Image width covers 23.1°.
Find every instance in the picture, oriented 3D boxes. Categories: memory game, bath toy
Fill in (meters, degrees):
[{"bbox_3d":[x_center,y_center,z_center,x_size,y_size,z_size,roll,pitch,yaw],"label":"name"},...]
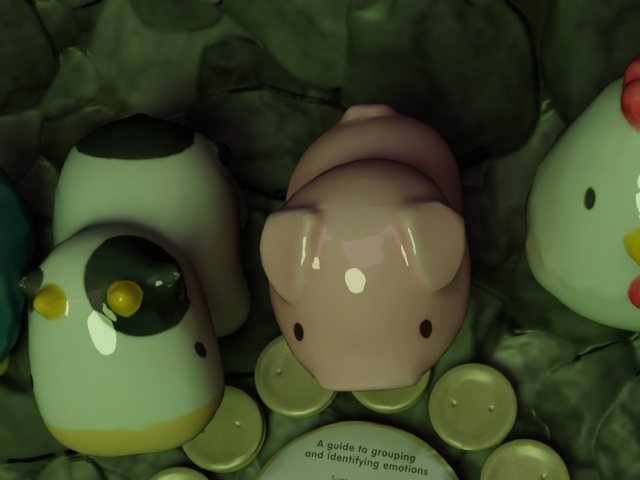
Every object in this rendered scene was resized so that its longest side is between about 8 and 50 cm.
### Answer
[{"bbox_3d":[0.013,0.124,0.636,0.186,0.012,0.186,-3,75,10],"label":"memory game"},{"bbox_3d":[0.000,0.000,0.603,0.348,0.129,0.151,-7,61,7],"label":"bath toy"}]
